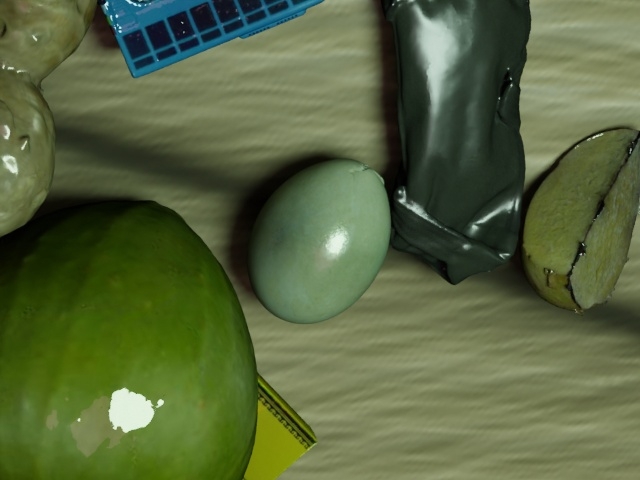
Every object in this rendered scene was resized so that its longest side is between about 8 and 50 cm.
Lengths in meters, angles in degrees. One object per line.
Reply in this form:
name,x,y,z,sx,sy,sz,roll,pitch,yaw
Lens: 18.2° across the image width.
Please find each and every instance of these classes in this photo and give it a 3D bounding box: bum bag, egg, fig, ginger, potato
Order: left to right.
ginger,-0.258,-0.154,1.517,0.155,0.244,0.304,15,100,-25
fig,-0.184,0.107,1.623,0.316,0.316,0.316,-5,113,-11
egg,0.000,0.000,1.703,0.114,0.114,0.152,29,101,-22
bum bag,0.112,-0.115,1.706,0.142,0.080,0.326,-5,110,-19
potato,0.225,-0.015,1.782,0.172,0.089,0.100,-64,147,-23

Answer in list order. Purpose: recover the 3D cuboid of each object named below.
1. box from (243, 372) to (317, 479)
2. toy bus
box,-0.156,0.215,1.799,0.279,0.041,0.153,-40,114,5
toy bus,-0.088,-0.211,1.610,0.185,0.090,0.106,-22,116,-2
